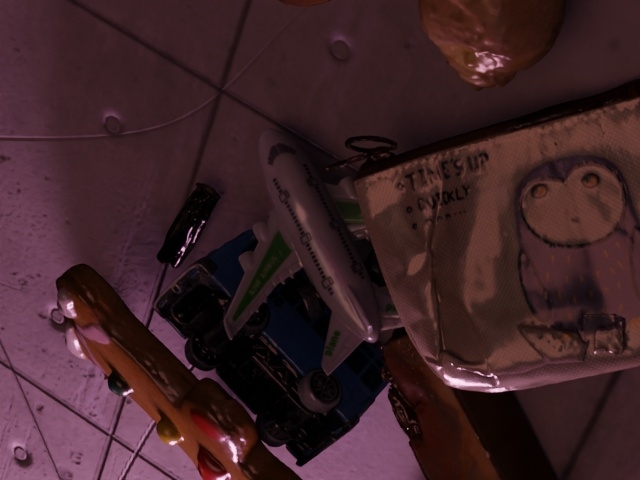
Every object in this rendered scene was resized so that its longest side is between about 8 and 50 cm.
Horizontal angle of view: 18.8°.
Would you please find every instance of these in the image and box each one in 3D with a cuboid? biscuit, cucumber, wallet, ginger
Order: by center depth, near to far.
[{"bbox_3d":[0.154,-0.254,1.718,0.138,0.152,0.267,22,142,25],"label":"ginger"},{"bbox_3d":[0.190,0.001,1.812,0.335,0.068,0.275,-14,95,22],"label":"wallet"},{"bbox_3d":[-0.134,0.203,2.067,0.432,0.064,0.283,44,164,12],"label":"biscuit"},{"bbox_3d":[-0.144,-0.014,2.091,0.033,0.034,0.135,37,127,6],"label":"cucumber"}]

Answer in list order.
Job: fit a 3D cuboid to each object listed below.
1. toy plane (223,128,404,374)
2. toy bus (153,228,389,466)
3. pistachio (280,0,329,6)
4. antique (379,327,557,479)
[{"bbox_3d":[0.001,0.002,1.949,0.251,0.101,0.255,-27,73,-3],"label":"toy plane"},{"bbox_3d":[-0.047,0.103,2.021,0.234,0.133,0.116,47,137,-1],"label":"toy bus"},{"bbox_3d":[0.011,-0.321,1.743,0.260,0.163,0.212,2,101,53],"label":"pistachio"},{"bbox_3d":[0.161,0.215,1.975,0.093,0.087,0.310,-21,101,39],"label":"antique"}]
